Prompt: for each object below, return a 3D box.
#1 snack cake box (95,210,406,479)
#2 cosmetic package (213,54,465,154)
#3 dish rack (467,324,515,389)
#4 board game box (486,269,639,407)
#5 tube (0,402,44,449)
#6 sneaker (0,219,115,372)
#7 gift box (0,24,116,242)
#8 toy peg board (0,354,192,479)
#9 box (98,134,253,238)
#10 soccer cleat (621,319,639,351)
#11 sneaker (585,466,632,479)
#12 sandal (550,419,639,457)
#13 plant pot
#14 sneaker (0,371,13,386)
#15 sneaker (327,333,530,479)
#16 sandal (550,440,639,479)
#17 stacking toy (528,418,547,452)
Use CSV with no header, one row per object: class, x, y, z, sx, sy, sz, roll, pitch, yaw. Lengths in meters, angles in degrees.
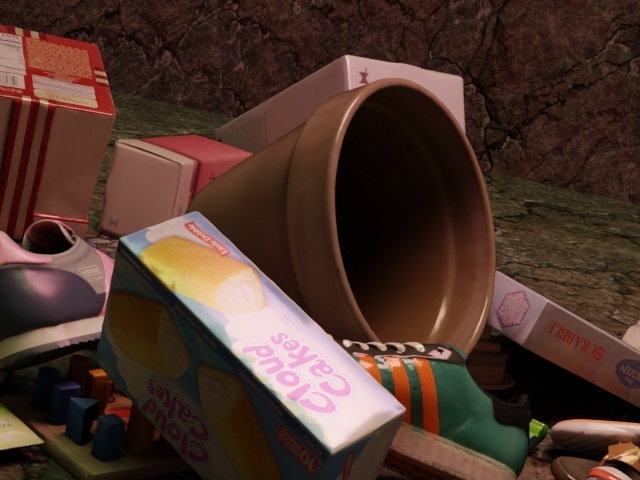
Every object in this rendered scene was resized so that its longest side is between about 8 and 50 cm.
snack cake box,-0.067,0.118,0.941,0.089,0.152,0.264,-22,53,-41
cosmetic package,0.018,-0.155,1.928,0.230,0.162,0.453,5,-13,-31
dish rack,0.083,0.101,1.534,0.285,0.072,0.333,6,14,-26
board game box,0.281,0.103,1.504,0.318,0.066,0.318,27,4,-35
tube,-0.349,0.128,1.025,0.070,0.062,0.240,-41,48,-22
sneaker,-0.227,0.036,1.129,0.112,0.131,0.319,-22,-2,16
gift box,-0.443,-0.131,1.606,0.255,0.258,0.276,10,33,-20
toy peg board,-0.183,0.146,1.057,0.160,0.079,0.161,0,18,-46
box,-0.223,-0.078,1.803,0.126,0.149,0.232,19,15,21
soccer cleat,0.459,0.174,1.628,0.068,0.076,0.196,47,31,-6
sneaker,0.307,0.278,1.076,0.158,0.061,0.065,27,48,37
sandal,0.390,0.202,1.261,0.265,0.076,0.102,7,-25,6
plant pot,0.000,0.000,1.301,0.280,0.323,0.323,-8,-2,37
sneaker,-0.299,0.092,1.176,0.226,0.086,0.163,14,19,-35
sneaker,0.063,0.138,1.073,0.302,0.121,0.108,28,-24,-12
sandal,0.340,0.245,1.197,0.219,0.060,0.090,10,13,-15
stacking toy,0.128,0.187,1.251,0.167,0.052,0.221,25,17,40
